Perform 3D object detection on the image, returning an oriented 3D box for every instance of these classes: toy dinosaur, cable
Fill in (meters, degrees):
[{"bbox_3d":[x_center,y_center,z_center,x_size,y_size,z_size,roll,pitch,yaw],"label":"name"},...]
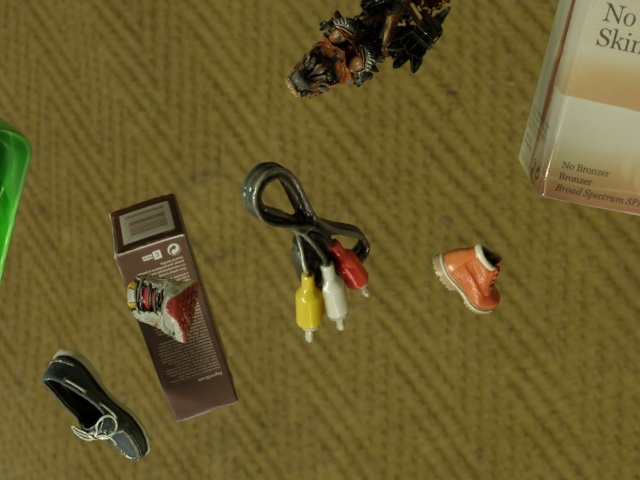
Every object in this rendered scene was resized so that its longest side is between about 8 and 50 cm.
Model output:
[{"bbox_3d":[0.091,-0.327,1.747,0.164,0.218,0.322,37,82,-5],"label":"toy dinosaur"},{"bbox_3d":[0.000,0.000,1.386,0.139,0.287,0.072,-40,55,-16],"label":"cable"}]

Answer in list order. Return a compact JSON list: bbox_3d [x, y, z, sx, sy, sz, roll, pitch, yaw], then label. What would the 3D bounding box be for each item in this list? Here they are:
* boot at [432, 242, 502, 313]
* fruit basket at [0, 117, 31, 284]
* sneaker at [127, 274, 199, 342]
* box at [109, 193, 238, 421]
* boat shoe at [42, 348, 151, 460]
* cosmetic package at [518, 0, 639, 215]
[{"bbox_3d":[0.238,0.055,1.707,0.084,0.158,0.059,-26,52,23],"label":"boot"},{"bbox_3d":[-0.467,-0.025,1.113,0.392,0.392,0.283,40,126,26],"label":"fruit basket"},{"bbox_3d":[-0.226,0.092,1.637,0.225,0.092,0.088,171,110,-75],"label":"sneaker"},{"bbox_3d":[-0.276,0.127,2.202,0.143,0.191,0.381,-19,118,-4],"label":"box"},{"bbox_3d":[-0.387,0.300,2.021,0.095,0.079,0.254,-12,123,31],"label":"boat shoe"},{"bbox_3d":[0.290,-0.181,1.039,0.153,0.129,0.296,9,109,-3],"label":"cosmetic package"}]
